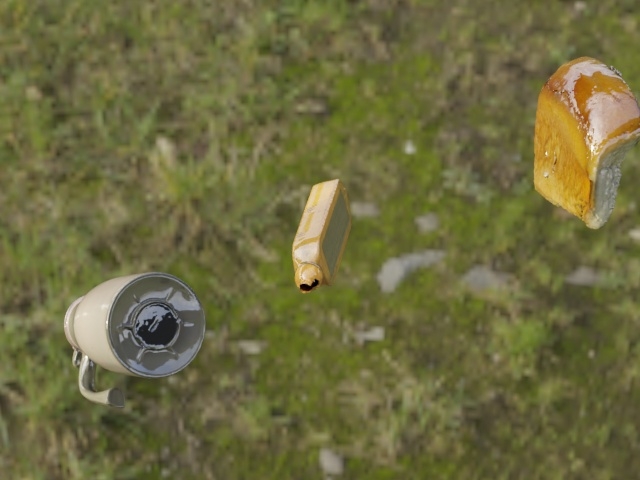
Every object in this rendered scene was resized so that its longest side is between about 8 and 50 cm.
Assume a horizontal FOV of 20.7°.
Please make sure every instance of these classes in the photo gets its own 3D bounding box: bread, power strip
[{"bbox_3d":[0.202,-0.078,1.384,0.044,0.126,0.129,2,21,-23],"label":"bread"},{"bbox_3d":[0.000,0.000,1.576,0.028,0.049,0.178,-10,26,14],"label":"power strip"}]

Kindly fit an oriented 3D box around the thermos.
[{"bbox_3d":[-0.208,0.102,1.792,0.105,0.137,0.193,15,-9,-27],"label":"thermos"}]
